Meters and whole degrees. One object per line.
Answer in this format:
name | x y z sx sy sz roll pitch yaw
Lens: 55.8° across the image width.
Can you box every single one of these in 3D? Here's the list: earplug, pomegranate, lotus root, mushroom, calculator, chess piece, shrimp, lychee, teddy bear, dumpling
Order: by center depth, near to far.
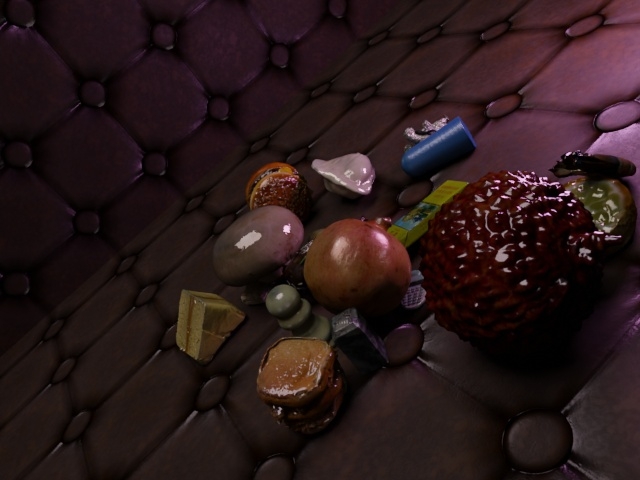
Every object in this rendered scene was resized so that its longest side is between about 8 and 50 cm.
lychee | 0.444 0.045 1.376 0.500 0.424 0.425 -31 23 53
shrimp | 0.705 -0.202 1.641 0.222 0.290 0.054 7 92 54
pomegranate | 0.115 0.068 1.790 0.338 0.338 0.338 -27 31 18
calculator | 0.283 0.148 1.816 0.095 0.021 0.153 -19 35 29
chess piece | -0.066 0.234 1.839 0.144 0.251 0.144 -27 31 17
mushroom | -0.211 0.046 2.192 0.362 0.295 0.362 -31 18 11
earplug | 0.422 -0.330 2.235 0.272 0.132 0.132 -29 30 21
lotus root | -0.001 -0.001 2.246 0.090 0.077 0.183 -42 14 -15
teddy bear | 0.427 -0.403 2.335 0.213 0.133 0.111 -29 48 -12
dumpling | 0.089 -0.274 2.404 0.187 0.242 0.318 -67 16 9

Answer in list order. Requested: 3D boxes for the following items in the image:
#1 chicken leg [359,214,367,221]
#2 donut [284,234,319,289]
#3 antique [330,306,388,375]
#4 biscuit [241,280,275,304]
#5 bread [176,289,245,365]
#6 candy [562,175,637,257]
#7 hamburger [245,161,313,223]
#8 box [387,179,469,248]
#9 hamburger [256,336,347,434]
chicken leg | 0.131 -0.022 2.191 0.093 0.053 0.205 -8 42 4
donut | -0.004 0.064 2.048 0.269 0.103 0.270 -36 -12 -9
antique | 0.103 0.275 1.671 0.086 0.183 0.088 -30 30 13
biscuit | -0.212 0.143 2.317 0.108 0.062 0.239 -11 40 36
bread | -0.423 0.330 2.272 0.263 0.198 0.236 16 92 56
candy | 0.683 -0.055 1.576 0.259 0.118 0.260 -28 32 20
hamburger | -0.170 -0.168 2.508 0.291 0.291 0.225 -38 32 -1
box | 0.338 -0.077 1.998 0.335 0.047 0.187 -39 13 -2
hamburger | -0.047 0.382 1.656 0.245 0.211 0.260 -36 35 -11
